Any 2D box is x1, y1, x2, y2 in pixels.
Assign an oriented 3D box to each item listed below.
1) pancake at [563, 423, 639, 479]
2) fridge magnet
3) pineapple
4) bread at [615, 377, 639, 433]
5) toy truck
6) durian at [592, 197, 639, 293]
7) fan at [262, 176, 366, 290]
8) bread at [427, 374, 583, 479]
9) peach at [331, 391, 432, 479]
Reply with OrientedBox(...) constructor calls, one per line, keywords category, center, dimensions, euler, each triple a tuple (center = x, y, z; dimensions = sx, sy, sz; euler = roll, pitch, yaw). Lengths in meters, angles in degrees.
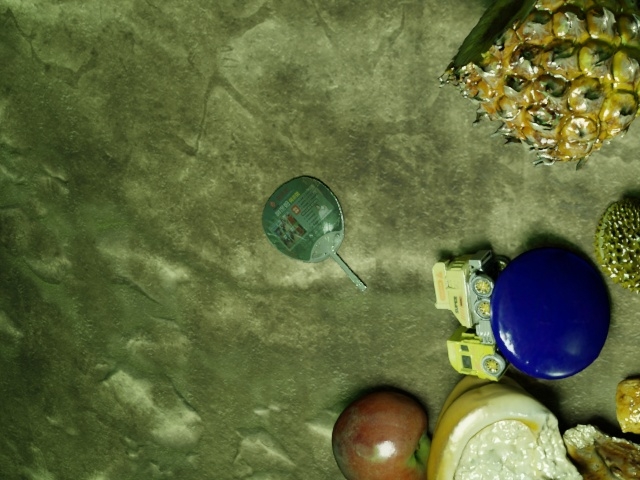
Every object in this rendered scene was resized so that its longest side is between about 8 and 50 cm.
OrientedBox(category="pancake", center=(0.659, 0.469, 1.816), dimensions=(0.244, 0.057, 0.266), euler=(-17, 127, 27))
OrientedBox(category="fridge magnet", center=(0.456, 0.145, 1.723), dimensions=(0.266, 0.265, 0.112), euler=(56, 163, -6))
OrientedBox(category="pineapple", center=(0.407, -0.299, 1.474), dimensions=(0.300, 0.352, 0.352), euler=(46, 125, -7))
OrientedBox(category="bread", center=(0.708, 0.339, 1.741), dimensions=(0.210, 0.083, 0.114), euler=(-3, 66, 28))
OrientedBox(category="toy truck", center=(0.327, 0.156, 1.844), dimensions=(0.157, 0.124, 0.272), euler=(1, 112, 33))
OrientedBox(category="durian", center=(0.627, 0.037, 1.628), dimensions=(0.237, 0.138, 0.194), euler=(23, 121, 15))
OrientedBox(category="fan", center=(-0.031, -0.004, 2.018), dimensions=(0.223, 0.012, 0.295), euler=(-10, 107, 30))
OrientedBox(category="bread", center=(0.406, 0.492, 1.888), dimensions=(0.328, 0.245, 0.424), euler=(-8, 110, 18))
OrientedBox(category="peach", center=(0.145, 0.480, 2.025), dimensions=(0.252, 0.252, 0.253), euler=(11, 117, 22))
